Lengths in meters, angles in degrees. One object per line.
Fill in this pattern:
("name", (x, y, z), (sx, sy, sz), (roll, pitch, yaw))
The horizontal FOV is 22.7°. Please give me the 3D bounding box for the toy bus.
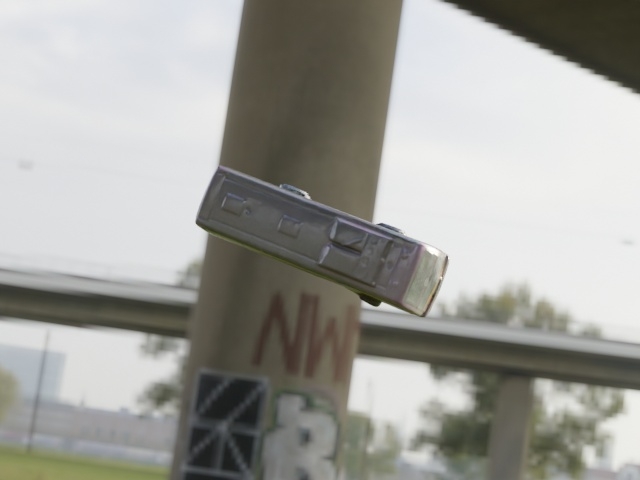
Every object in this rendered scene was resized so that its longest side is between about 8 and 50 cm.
("toy bus", (0.000, 0.000, 1.100), (0.172, 0.057, 0.072), (21, -1, 17))
